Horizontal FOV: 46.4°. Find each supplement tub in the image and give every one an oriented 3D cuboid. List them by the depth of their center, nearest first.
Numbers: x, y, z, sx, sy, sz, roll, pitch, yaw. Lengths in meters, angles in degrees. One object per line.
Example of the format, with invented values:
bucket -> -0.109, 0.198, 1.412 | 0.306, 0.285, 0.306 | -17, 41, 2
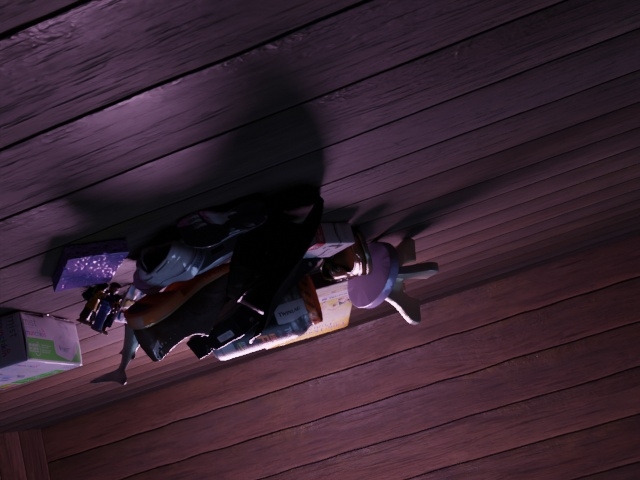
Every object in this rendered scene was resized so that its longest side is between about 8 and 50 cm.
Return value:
supplement tub -> -0.164, 0.204, 2.099 | 0.316, 0.193, 0.193 | -18, 166, 6

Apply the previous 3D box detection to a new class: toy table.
toy table -> 0.202, 0.107, 2.102 | 0.161, 0.252, 0.274 | 7, 169, -22

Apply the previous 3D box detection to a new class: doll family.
doll family -> -0.481, 0.142, 1.647 | 0.193, 0.111, 0.076 | 13, 163, 48

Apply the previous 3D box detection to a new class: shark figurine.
shark figurine -> -0.517, 0.241, 1.968 | 0.116, 0.278, 0.166 | 22, -165, -4

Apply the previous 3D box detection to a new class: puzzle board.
puzzle board -> -0.448, 0.159, 1.821 | 0.011, 0.096, 0.128 | 25, 177, 21

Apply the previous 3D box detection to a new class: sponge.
sponge -> -0.462, 0.052, 1.489 | 0.117, 0.031, 0.210 | -9, 164, -29

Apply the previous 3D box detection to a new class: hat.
hat -> -0.116, 0.037, 1.512 | 0.134, 0.331, 0.331 | 27, 159, -3

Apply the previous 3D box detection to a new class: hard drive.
hard drive -> -0.156, 0.140, 1.825 | 0.339, 0.064, 0.237 | -42, -174, -40

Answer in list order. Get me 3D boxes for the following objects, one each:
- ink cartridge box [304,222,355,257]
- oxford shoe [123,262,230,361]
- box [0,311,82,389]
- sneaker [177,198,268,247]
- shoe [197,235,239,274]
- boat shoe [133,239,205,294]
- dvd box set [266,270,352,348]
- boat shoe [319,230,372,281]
ink cartridge box -> 0.000, 0.000, 1.777 | 0.135, 0.056, 0.099 | -2, 159, -45
oxford shoe -> -0.272, 0.137, 1.667 | 0.130, 0.132, 0.364 | -4, -159, 44
box -> -0.752, 0.270, 1.815 | 0.231, 0.126, 0.262 | -16, 165, 6
sneaker -> -0.183, -0.028, 1.437 | 0.178, 0.071, 0.077 | -12, 177, 2
shoe -> -0.221, 0.034, 1.631 | 0.178, 0.063, 0.081 | -26, 159, 17
boat shoe -> -0.333, 0.044, 1.532 | 0.084, 0.095, 0.258 | 31, 146, -29
dvd box set -> -0.045, 0.220, 2.416 | 0.308, 0.062, 0.420 | -15, 155, -9
boat shoe -> 0.063, 0.059, 1.971 | 0.105, 0.110, 0.307 | -16, 166, -9
